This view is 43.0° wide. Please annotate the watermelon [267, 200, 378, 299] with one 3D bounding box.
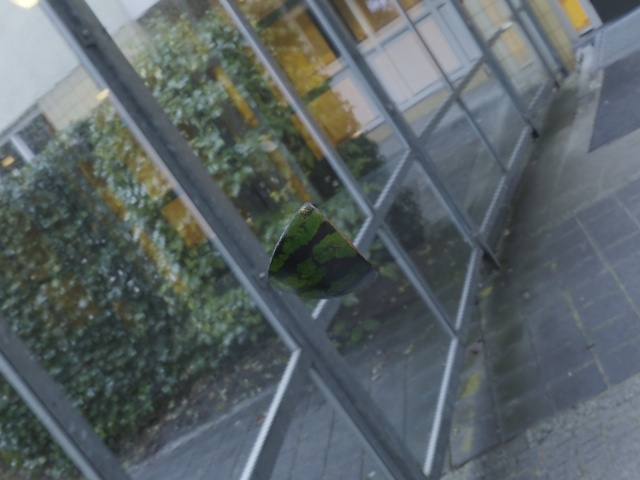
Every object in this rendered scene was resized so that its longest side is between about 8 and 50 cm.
[{"bbox_3d":[0.000,0.000,0.920,0.125,0.135,0.094,-1,43,8],"label":"watermelon"}]
